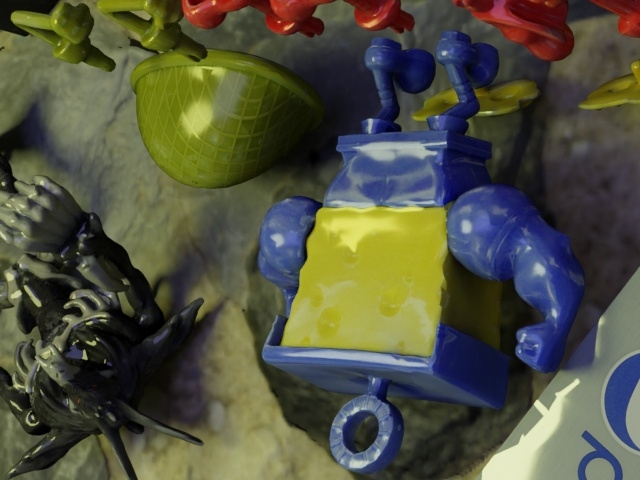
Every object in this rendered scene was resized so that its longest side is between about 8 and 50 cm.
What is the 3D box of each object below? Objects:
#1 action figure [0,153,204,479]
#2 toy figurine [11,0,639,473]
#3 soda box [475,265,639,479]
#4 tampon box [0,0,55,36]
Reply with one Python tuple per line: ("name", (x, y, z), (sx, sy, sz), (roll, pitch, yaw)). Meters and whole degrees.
("action figure", (-0.186, 0.032, 0.866), (0.164, 0.141, 0.275), (-46, 63, 7))
("toy figurine", (0.000, 0.000, 0.699), (0.363, 0.191, 0.217), (0, 78, 38))
("soda box", (0.143, 0.114, 0.678), (0.091, 0.098, 0.286), (43, 107, 28))
("tampon box", (-0.239, -0.230, 0.929), (0.101, 0.120, 0.161), (-47, 65, 20))
